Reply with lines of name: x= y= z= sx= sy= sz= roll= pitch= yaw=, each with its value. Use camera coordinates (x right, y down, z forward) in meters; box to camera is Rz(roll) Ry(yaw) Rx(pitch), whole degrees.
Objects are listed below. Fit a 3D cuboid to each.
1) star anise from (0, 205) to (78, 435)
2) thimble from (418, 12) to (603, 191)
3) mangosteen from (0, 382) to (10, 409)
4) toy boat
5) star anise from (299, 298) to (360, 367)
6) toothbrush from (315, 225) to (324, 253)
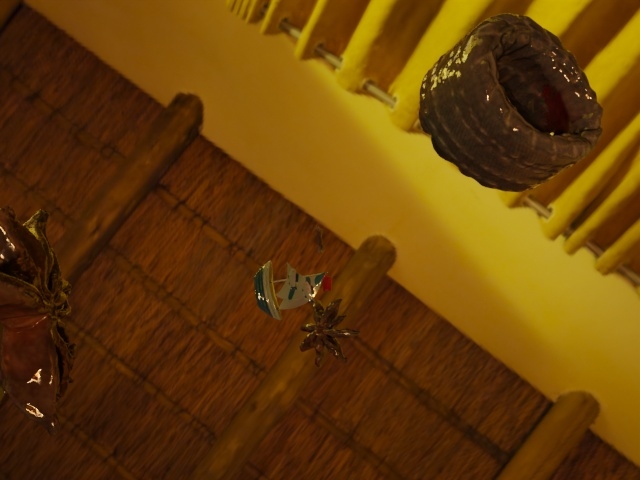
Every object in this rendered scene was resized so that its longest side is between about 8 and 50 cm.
star anise: x=-0.267 y=0.060 z=0.708 sx=0.063 sy=0.208 sz=0.172 roll=-9 pitch=-146 yaw=-2
thimble: x=0.262 y=-0.185 z=1.088 sx=0.236 sy=0.172 sz=0.205 roll=30 pitch=-118 yaw=-13
mangosteen: x=-0.496 y=0.201 z=0.851 sx=0.311 sy=0.311 sz=0.311 roll=16 pitch=-136 yaw=-16
toy boat: x=-0.054 y=0.096 z=1.417 sx=0.149 sy=0.105 sz=0.034 roll=12 pitch=-179 yaw=12
star anise: x=0.008 y=0.178 z=1.488 sx=0.042 sy=0.141 sz=0.141 roll=18 pitch=-142 yaw=-50
toothbrush: x=-0.001 y=0.001 z=1.888 sx=0.014 sy=0.194 sz=0.017 roll=39 pitch=-101 yaw=12
